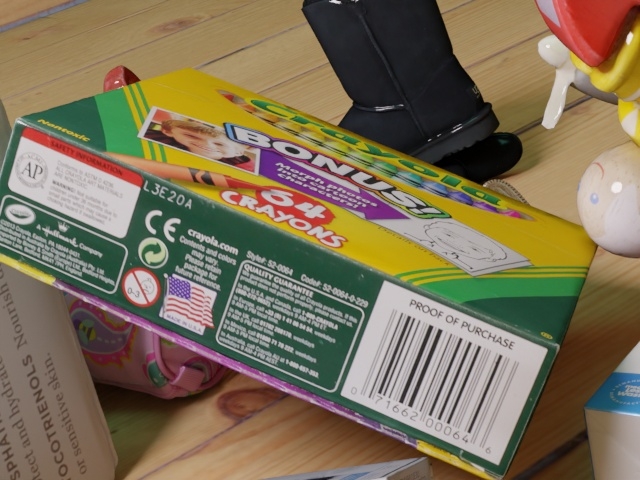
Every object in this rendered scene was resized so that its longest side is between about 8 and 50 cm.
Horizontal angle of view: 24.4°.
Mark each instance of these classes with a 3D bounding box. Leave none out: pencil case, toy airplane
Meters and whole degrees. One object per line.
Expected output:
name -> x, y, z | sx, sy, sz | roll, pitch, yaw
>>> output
pencil case -> -0.214, 0.075, 1.270 | 0.284, 0.124, 0.124 | -2, 24, 30
toy airplane -> 0.309, -0.088, 1.088 | 0.272, 0.384, 0.386 | -49, -16, 11

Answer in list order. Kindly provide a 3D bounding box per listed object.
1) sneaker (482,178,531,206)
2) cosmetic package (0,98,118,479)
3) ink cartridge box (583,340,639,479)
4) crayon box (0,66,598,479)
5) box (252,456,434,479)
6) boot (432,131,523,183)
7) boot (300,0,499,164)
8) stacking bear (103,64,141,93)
sneaker -> 0.177, 0.007, 1.305 | 0.042, 0.067, 0.118 | -18, 52, -17
cosmetic package -> -0.420, 0.107, 1.022 | 0.329, 0.327, 0.393 | 3, 27, 38
ink cartridge box -> 0.282, 0.092, 0.965 | 0.134, 0.078, 0.231 | 4, 27, 36
crayon box -> 0.000, 0.000, 1.039 | 0.363, 0.106, 0.313 | 23, 18, 9
box -> -0.082, 0.190, 0.847 | 0.290, 0.087, 0.169 | -10, -6, 13
boot -> 0.143, -0.064, 1.484 | 0.121, 0.045, 0.099 | -16, 18, 15
boot -> 0.034, -0.156, 1.495 | 0.246, 0.207, 0.094 | -25, 11, 23
stacking bear -> -0.290, -0.039, 1.547 | 0.289, 0.175, 0.164 | -22, -9, 7
